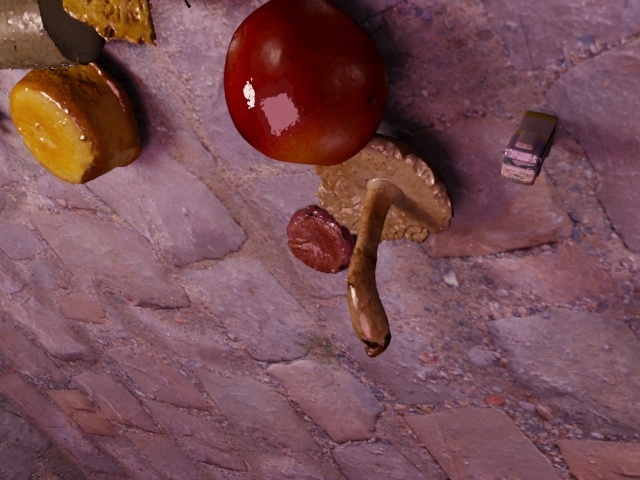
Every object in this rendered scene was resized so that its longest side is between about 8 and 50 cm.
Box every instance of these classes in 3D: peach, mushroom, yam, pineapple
[{"bbox_3d":[-0.022,-0.222,1.050,0.244,0.199,0.243,7,109,22],"label":"peach"},{"bbox_3d":[0.097,-0.024,1.130,0.208,0.301,0.233,-27,131,14],"label":"mushroom"},{"bbox_3d":[-0.512,-0.370,1.288,0.304,0.168,0.168,7,135,31],"label":"yam"},{"bbox_3d":[-0.329,-0.392,1.128,0.140,0.164,0.249,-16,102,-4],"label":"pineapple"}]

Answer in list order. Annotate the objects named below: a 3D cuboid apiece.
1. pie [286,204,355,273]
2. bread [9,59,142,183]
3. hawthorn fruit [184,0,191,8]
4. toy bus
[{"bbox_3d":[0.000,0.000,1.413,0.154,0.038,0.153,20,138,19],"label":"pie"},{"bbox_3d":[-0.463,-0.229,1.425,0.269,0.145,0.268,22,139,21],"label":"bread"},{"bbox_3d":[-0.198,-0.410,1.044,0.163,0.162,0.203,43,161,-11],"label":"hawthorn fruit"},{"bbox_3d":[0.280,-0.124,1.016,0.052,0.102,0.058,18,137,21],"label":"toy bus"}]
